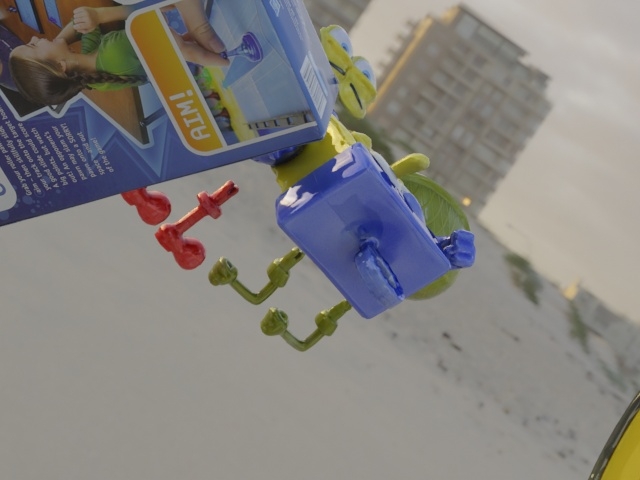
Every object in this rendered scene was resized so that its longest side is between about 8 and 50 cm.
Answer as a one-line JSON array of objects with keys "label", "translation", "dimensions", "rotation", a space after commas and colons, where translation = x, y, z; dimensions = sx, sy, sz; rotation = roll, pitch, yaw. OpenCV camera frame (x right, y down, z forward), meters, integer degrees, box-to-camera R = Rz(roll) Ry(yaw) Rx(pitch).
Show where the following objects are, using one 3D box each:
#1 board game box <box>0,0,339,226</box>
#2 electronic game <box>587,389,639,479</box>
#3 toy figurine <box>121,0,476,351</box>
[{"label": "board game box", "translation": [-0.094, -0.103, 0.376], "dimensions": [0.035, 0.136, 0.201], "rotation": [-74, 146, -54]}, {"label": "electronic game", "translation": [0.154, 0.084, 0.332], "dimensions": [0.048, 0.229, 0.229], "rotation": [38, -2, -30]}, {"label": "toy figurine", "translation": [0.000, 0.000, 0.834], "dimensions": [0.362, 0.191, 0.217], "rotation": [51, 4, -40]}]
